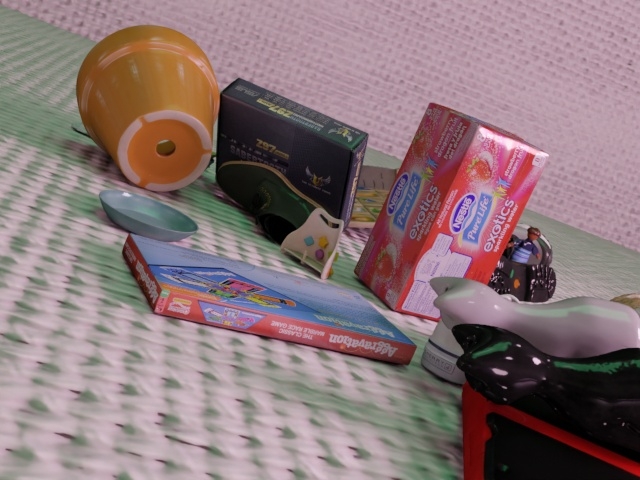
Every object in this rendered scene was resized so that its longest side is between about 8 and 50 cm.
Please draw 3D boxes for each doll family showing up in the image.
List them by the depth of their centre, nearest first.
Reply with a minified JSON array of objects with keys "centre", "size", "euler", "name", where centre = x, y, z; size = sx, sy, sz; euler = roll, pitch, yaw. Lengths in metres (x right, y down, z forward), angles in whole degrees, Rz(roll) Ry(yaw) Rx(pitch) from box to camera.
[{"centre":[0.328,0.009,1.595],"size":[0.193,0.111,0.076],"euler":[13,15,-39],"name":"doll family"}]

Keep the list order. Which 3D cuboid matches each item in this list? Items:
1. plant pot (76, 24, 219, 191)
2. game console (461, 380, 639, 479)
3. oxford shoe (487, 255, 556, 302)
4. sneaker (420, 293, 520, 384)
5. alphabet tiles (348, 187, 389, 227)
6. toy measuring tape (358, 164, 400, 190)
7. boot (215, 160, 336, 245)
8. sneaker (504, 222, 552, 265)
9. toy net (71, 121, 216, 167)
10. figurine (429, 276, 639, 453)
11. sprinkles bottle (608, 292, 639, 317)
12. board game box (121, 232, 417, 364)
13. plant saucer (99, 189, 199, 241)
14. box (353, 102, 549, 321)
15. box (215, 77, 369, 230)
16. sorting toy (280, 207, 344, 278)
[{"centre":[-0.233,-0.171,1.218],"size":[0.205,0.205,0.188],"euler":[16,30,-30],"name":"plant pot"},{"centre":[0.301,0.232,0.723],"size":[0.386,0.060,0.342],"euler":[23,15,5],"name":"game console"},{"centre":[0.271,0.063,1.380],"size":[0.227,0.083,0.096],"euler":[13,-4,-39],"name":"oxford shoe"},{"centre":[0.216,0.112,0.977],"size":[0.094,0.091,0.258],"euler":[31,15,36],"name":"sneaker"},{"centre":[0.123,-0.065,1.555],"size":[0.342,0.011,0.285],"euler":[2,17,-13],"name":"alphabet tiles"},{"centre":[0.014,-0.115,1.439],"size":[0.330,0.121,0.121],"euler":[6,2,30],"name":"toy measuring tape"},{"centre":[-0.084,-0.056,1.234],"size":[0.198,0.077,0.137],"euler":[25,17,15],"name":"boot"},{"centre":[0.323,0.001,1.701],"size":[0.271,0.100,0.108],"euler":[22,22,25],"name":"sneaker"},{"centre":[-0.286,-0.167,1.412],"size":[0.232,0.045,0.122],"euler":[20,12,-11],"name":"toy net"},{"centre":[0.204,0.097,0.785],"size":[0.209,0.092,0.215],"euler":[16,15,-7],"name":"figurine"},{"centre":[0.428,0.160,1.083],"size":[0.121,0.121,0.355],"euler":[23,12,4],"name":"sprinkles bottle"},{"centre":[-0.051,0.061,0.873],"size":[0.281,0.027,0.145],"euler":[16,12,-29],"name":"board game box"},{"centre":[-0.200,-0.025,0.994],"size":[0.119,0.021,0.119],"euler":[22,11,-4],"name":"plant saucer"},{"centre":[0.166,-0.033,1.123],"size":[0.128,0.257,0.122],"euler":[15,15,-31],"name":"box"},{"centre":[-0.051,-0.126,1.336],"size":[0.232,0.183,0.059],"euler":[26,46,14],"name":"box"},{"centre":[0.000,0.000,1.118],"size":[0.083,0.075,0.045],"euler":[32,15,37],"name":"sorting toy"}]
